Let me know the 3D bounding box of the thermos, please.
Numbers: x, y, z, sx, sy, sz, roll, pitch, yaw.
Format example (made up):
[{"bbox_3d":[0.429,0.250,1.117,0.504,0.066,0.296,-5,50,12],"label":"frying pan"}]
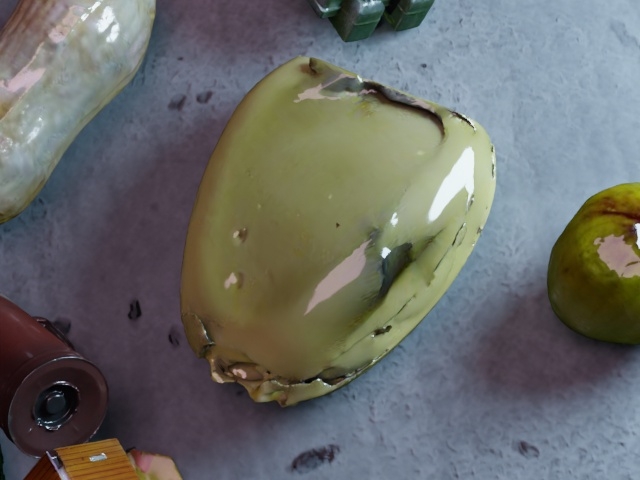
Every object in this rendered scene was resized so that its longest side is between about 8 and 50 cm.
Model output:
[{"bbox_3d":[-0.279,0.102,1.386,0.124,0.099,0.232,-11,25,-32],"label":"thermos"}]

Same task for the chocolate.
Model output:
[{"bbox_3d":[-0.271,-0.143,1.478,0.134,0.134,0.309,33,77,21],"label":"chocolate"}]

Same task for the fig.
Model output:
[{"bbox_3d":[0.265,0.020,1.316,0.153,0.121,0.136,-15,62,5],"label":"fig"}]

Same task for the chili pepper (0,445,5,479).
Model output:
[{"bbox_3d":[-0.391,0.251,1.351,0.264,0.116,0.148,-39,52,-8],"label":"chili pepper"}]

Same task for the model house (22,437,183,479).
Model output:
[{"bbox_3d":[-0.185,0.282,1.292,0.207,0.136,0.219,-30,66,-4],"label":"model house"}]

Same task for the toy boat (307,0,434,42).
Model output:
[{"bbox_3d":[-0.010,-0.332,1.513,0.141,0.092,0.320,-17,63,-33],"label":"toy boat"}]

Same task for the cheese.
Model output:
[{"bbox_3d":[0.000,0.000,1.379,0.259,0.128,0.316,17,67,25],"label":"cheese"}]
